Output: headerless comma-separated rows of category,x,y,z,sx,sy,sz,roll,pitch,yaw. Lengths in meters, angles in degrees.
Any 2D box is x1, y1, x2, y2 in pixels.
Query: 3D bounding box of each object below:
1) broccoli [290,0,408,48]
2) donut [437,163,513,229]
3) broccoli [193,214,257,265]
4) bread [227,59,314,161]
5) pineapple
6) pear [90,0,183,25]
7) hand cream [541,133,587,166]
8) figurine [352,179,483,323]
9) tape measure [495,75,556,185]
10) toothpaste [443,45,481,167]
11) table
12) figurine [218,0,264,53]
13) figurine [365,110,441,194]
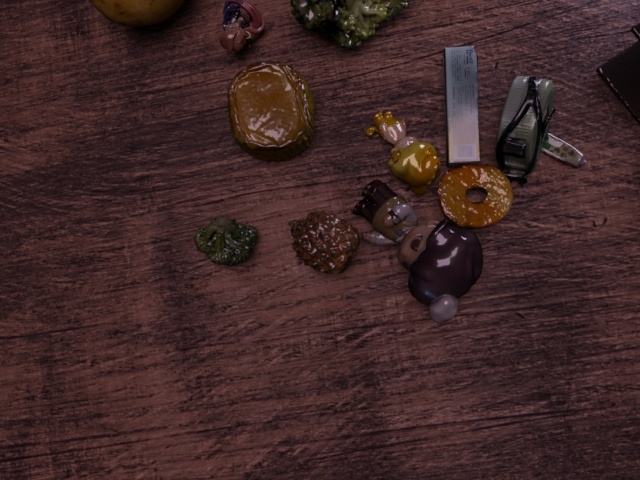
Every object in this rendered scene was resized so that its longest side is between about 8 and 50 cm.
broccoli,0.075,-0.663,1.497,0.348,0.281,0.293,1,82,18
donut,0.388,-0.108,1.495,0.190,0.074,0.174,-21,76,-5
broccoli,-0.253,-0.001,1.554,0.162,0.138,0.146,8,46,11
bread,-0.131,-0.343,1.568,0.227,0.142,0.253,-7,80,9
pineapple,0.000,0.000,1.503,0.193,0.166,0.166,30,89,10
pear,-0.501,-0.737,1.585,0.314,0.314,0.314,-1,84,8
hand cream,0.607,-0.238,1.508,0.165,0.037,0.057,33,89,16
figurine,0.229,0.003,1.437,0.365,0.206,0.218,37,117,12
tape measure,0.504,-0.274,1.433,0.115,0.207,0.235,16,85,23
toothpaste,0.368,-0.350,1.532,0.089,0.071,0.312,-1,84,10
table,0.844,-0.389,1.378,0.196,0.250,0.282,-35,81,4
figurine,-0.221,-0.577,1.615,0.126,0.114,0.157,-7,67,23
figurine,0.220,-0.233,1.522,0.156,0.131,0.246,-13,61,-33
